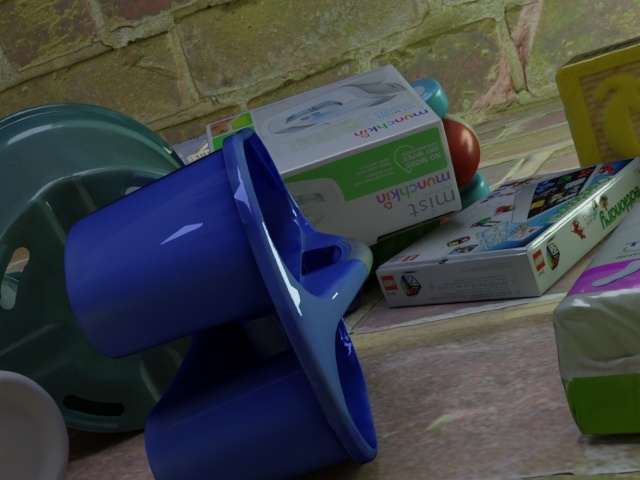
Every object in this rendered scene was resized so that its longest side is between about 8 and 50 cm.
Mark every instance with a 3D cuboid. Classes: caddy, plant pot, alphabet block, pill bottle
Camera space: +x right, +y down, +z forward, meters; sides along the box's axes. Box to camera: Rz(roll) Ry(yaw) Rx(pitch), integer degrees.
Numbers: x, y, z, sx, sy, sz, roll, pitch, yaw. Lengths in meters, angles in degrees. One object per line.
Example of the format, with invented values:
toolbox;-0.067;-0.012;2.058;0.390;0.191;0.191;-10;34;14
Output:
caddy;-0.045;0.042;0.649;0.179;0.241;0.341;-22;10;3
plant pot;-0.243;0.027;0.929;0.341;0.341;0.334;-21;17;-19
alphabet block;0.430;-0.170;1.125;0.193;0.192;0.197;-16;10;24
pill bottle;-0.330;0.181;0.715;0.229;0.131;0.131;-12;11;35

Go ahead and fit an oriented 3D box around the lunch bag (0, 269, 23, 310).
lunch bag;-0.498;0.138;1.199;0.223;0.160;0.262;-19;-16;17

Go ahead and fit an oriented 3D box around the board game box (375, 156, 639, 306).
board game box;0.228;-0.013;0.989;0.193;0.053;0.305;-8;15;45

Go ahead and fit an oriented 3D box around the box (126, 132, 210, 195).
box;-0.232;-0.050;1.528;0.295;0.073;0.293;-20;50;-5

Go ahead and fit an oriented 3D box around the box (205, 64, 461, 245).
box;0.007;-0.088;1.053;0.262;0.126;0.231;-18;28;0

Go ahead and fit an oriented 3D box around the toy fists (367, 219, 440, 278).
toy fists;0.018;-0.009;1.153;0.142;0.096;0.279;-15;22;-41

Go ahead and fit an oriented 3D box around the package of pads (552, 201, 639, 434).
package of pads;0.313;0.019;0.519;0.296;0.101;0.229;-11;12;35

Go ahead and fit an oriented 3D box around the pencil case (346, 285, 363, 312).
pencil case;-0.024;0.061;1.028;0.152;0.064;0.070;-11;40;36

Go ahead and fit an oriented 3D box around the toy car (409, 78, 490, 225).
toy car;0.123;-0.065;1.242;0.210;0.219;0.238;-14;39;24
